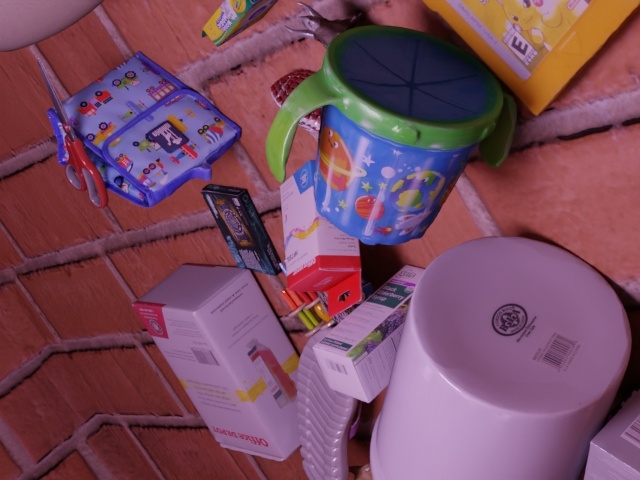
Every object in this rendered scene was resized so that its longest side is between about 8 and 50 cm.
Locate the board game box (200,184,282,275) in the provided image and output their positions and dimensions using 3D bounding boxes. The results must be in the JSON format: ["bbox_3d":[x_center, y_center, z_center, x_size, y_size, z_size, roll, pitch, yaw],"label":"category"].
[{"bbox_3d":[-0.150,-0.021,2.344,0.126,0.026,0.186,11,133,49],"label":"board game box"}]

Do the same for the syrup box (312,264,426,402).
[{"bbox_3d":[0.109,0.145,1.959,0.093,0.237,0.096,14,135,46],"label":"syrup box"}]

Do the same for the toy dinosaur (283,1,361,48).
[{"bbox_3d":[0.084,-0.209,1.749,0.160,0.121,0.314,31,152,52],"label":"toy dinosaur"}]

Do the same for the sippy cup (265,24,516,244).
[{"bbox_3d":[0.093,-0.124,1.581,0.305,0.240,0.224,18,128,1],"label":"sippy cup"}]

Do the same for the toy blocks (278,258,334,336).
[{"bbox_3d":[-0.037,0.103,2.301,0.148,0.054,0.123,53,150,-4],"label":"toy blocks"}]

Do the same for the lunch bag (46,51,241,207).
[{"bbox_3d":[-0.301,-0.175,2.173,0.293,0.221,0.138,33,146,28],"label":"lunch bag"}]

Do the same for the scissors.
[{"bbox_3d":[-0.421,-0.178,2.095,0.109,0.021,0.297,34,146,31],"label":"scissors"}]

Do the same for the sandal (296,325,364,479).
[{"bbox_3d":[0.031,0.326,2.418,0.169,0.102,0.416,41,138,37],"label":"sandal"}]

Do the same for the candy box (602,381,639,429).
[{"bbox_3d":[0.506,0.253,1.707,0.159,0.071,0.233,43,149,15],"label":"candy box"}]

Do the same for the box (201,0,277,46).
[{"bbox_3d":[-0.109,-0.352,1.826,0.043,0.105,0.179,54,151,-4],"label":"box"}]

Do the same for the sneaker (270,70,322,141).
[{"bbox_3d":[0.008,-0.176,1.886,0.225,0.088,0.093,40,154,20],"label":"sneaker"}]

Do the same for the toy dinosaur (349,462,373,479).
[{"bbox_3d":[0.099,0.470,2.494,0.183,0.092,0.053,17,137,44],"label":"toy dinosaur"}]

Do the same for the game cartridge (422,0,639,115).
[{"bbox_3d":[0.217,-0.336,1.451,0.324,0.052,0.285,46,150,6],"label":"game cartridge"}]

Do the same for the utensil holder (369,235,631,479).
[{"bbox_3d":[0.251,0.227,1.778,0.327,0.327,0.385,36,146,23],"label":"utensil holder"}]

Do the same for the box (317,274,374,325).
[{"bbox_3d":[0.044,0.100,2.114,0.233,0.044,0.159,43,159,59],"label":"box"}]

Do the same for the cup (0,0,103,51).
[{"bbox_3d":[-0.442,-0.483,1.975,0.236,0.331,0.331,-3,126,24],"label":"cup"}]

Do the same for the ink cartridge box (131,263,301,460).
[{"bbox_3d":[-0.186,0.251,2.566,0.279,0.160,0.385,1,125,54],"label":"ink cartridge box"}]

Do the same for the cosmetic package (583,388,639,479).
[{"bbox_3d":[0.435,0.332,1.695,0.107,0.127,0.238,31,148,32],"label":"cosmetic package"}]

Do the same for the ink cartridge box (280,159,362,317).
[{"bbox_3d":[0.000,0.000,1.985,0.134,0.078,0.231,143,125,-60],"label":"ink cartridge box"}]
